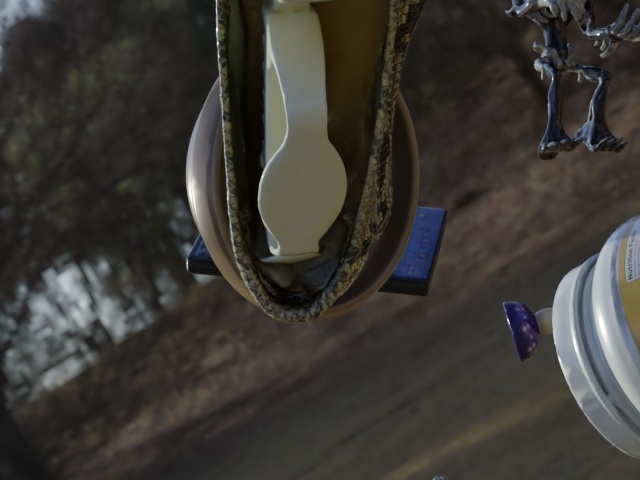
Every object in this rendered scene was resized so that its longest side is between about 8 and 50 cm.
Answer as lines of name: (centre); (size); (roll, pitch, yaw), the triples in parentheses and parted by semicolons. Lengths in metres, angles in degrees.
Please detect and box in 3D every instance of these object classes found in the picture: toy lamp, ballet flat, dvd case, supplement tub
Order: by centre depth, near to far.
ballet flat: (-0.005, -0.145, 1.184); (0.164, 0.483, 0.182); (3, 35, 3)
supplement tub: (0.381, 0.051, 1.507); (0.316, 0.228, 0.228); (-31, 0, 39)
dvd case: (0.000, 0.000, 1.850); (0.253, 0.022, 0.180); (6, 27, 8)
toy lamp: (0.339, 0.061, 1.900); (0.274, 0.080, 0.080); (-18, 0, 3)

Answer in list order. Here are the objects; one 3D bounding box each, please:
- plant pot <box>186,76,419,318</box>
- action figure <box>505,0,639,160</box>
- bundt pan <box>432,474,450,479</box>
plant pot: (-0.035, -0.055, 1.460); (0.109, 0.237, 0.237); (1, 23, 45)
action figure: (0.288, -0.235, 1.958); (0.164, 0.276, 0.141); (-1, -11, -30)
bundt pan: (0.179, 0.412, 1.835); (0.124, 0.331, 0.331); (-38, -2, 4)
